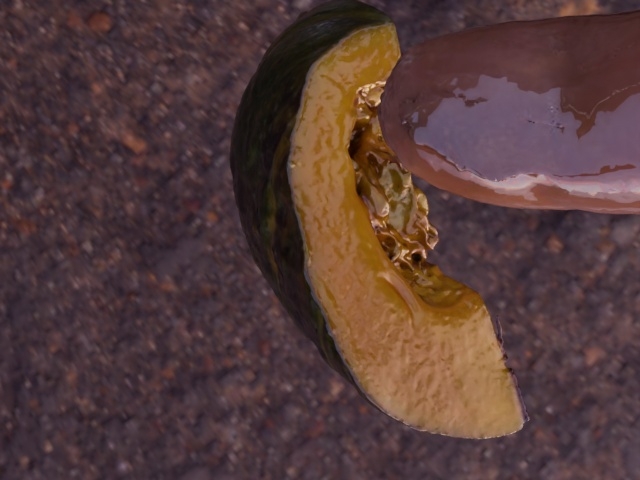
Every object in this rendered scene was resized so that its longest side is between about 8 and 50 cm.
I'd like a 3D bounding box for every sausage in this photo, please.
[{"bbox_3d":[0.163,-0.052,0.424,0.304,0.078,0.078,-11,125,23],"label":"sausage"}]

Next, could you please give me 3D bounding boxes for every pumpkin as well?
[{"bbox_3d":[-0.002,0.004,0.915,0.111,0.163,0.278,-22,94,-30],"label":"pumpkin"}]
